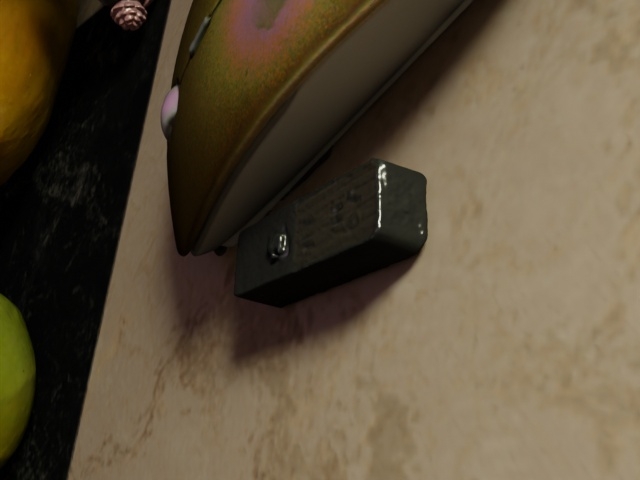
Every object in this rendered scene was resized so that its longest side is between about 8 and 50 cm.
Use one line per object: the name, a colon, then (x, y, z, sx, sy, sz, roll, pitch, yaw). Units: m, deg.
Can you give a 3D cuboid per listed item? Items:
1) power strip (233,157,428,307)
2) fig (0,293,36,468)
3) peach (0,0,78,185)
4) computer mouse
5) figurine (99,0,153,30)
power strip: (0.000, 0.000, 0.374, 0.111, 0.029, 0.038, -26, 55, 48)
fig: (-0.331, 0.098, 0.665, 0.207, 0.207, 0.230, -56, 33, 25)
peach: (-0.379, -0.196, 0.804, 0.289, 0.289, 0.308, 13, 80, 57)
computer mouse: (-0.007, -0.115, 0.401, 0.310, 0.072, 0.158, -43, 42, 39)
figurine: (-0.172, -0.221, 0.710, 0.129, 0.054, 0.072, 41, 118, 57)
